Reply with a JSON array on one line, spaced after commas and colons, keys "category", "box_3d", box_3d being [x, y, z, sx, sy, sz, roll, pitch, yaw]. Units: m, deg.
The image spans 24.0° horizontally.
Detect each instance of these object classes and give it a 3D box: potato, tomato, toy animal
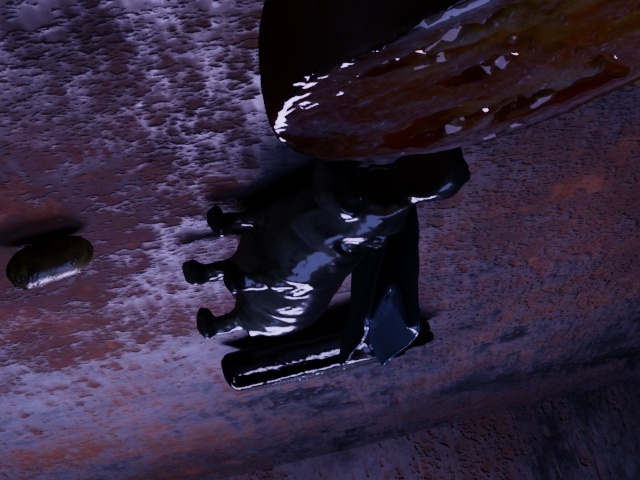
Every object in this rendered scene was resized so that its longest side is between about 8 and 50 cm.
[{"category": "potato", "box_3d": [-0.247, 0.019, 1.368, 0.083, 0.040, 0.051, -20, -173, 4]}, {"category": "tomato", "box_3d": [0.113, -0.163, 0.843, 0.338, 0.144, 0.338, -16, 169, -3]}, {"category": "toy animal", "box_3d": [-0.012, -0.001, 1.387, 0.168, 0.106, 0.343, -3, 158, -33]}]

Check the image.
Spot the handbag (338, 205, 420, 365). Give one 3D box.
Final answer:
[{"category": "handbag", "box_3d": [0.062, 0.046, 1.541, 0.057, 0.144, 0.221, 5, 164, -5]}]

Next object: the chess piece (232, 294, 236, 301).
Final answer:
[{"category": "chess piece", "box_3d": [-0.058, 0.040, 1.626, 0.035, 0.035, 0.092, -1, 156, -40]}]

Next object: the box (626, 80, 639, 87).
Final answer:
[{"category": "box", "box_3d": [0.304, -0.153, 1.145, 0.177, 0.111, 0.111, -8, 164, -35]}]

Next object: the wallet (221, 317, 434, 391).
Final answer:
[{"category": "wallet", "box_3d": [0.016, 0.154, 2.038, 0.221, 0.071, 0.262, -20, 170, 20]}]
